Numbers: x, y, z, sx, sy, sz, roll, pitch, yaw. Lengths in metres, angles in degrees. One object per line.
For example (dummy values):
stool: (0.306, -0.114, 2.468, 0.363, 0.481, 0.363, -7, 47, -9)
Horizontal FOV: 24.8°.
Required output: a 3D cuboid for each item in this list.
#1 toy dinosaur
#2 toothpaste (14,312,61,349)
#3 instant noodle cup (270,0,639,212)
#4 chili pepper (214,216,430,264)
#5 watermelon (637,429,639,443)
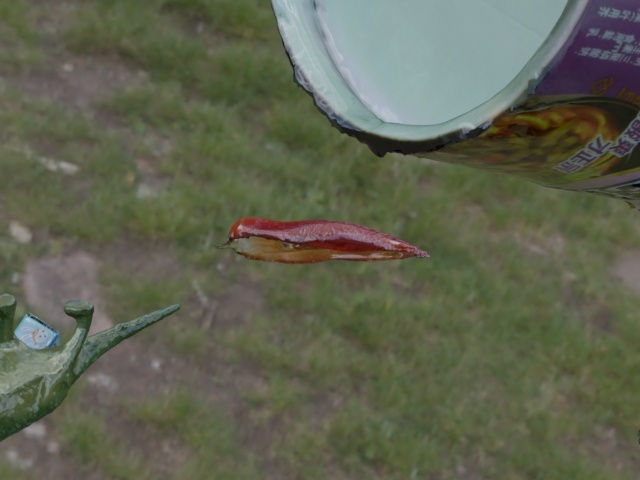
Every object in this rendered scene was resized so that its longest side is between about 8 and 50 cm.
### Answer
toy dinosaur: (-0.331, 0.206, 1.473, 0.447, 0.300, 0.087, -9, 25, -37)
toothpaste: (-0.407, 0.214, 1.757, 0.050, 0.065, 0.266, 32, 72, 2)
instant noodle cup: (0.144, -0.157, 0.739, 0.266, 0.339, 0.340, -1, 38, -37)
chili pepper: (0.000, 0.000, 1.108, 0.178, 0.045, 0.027, 3, 61, 26)
watermelon: (0.249, 0.065, 0.956, 0.087, 0.069, 0.163, -14, 16, 20)
